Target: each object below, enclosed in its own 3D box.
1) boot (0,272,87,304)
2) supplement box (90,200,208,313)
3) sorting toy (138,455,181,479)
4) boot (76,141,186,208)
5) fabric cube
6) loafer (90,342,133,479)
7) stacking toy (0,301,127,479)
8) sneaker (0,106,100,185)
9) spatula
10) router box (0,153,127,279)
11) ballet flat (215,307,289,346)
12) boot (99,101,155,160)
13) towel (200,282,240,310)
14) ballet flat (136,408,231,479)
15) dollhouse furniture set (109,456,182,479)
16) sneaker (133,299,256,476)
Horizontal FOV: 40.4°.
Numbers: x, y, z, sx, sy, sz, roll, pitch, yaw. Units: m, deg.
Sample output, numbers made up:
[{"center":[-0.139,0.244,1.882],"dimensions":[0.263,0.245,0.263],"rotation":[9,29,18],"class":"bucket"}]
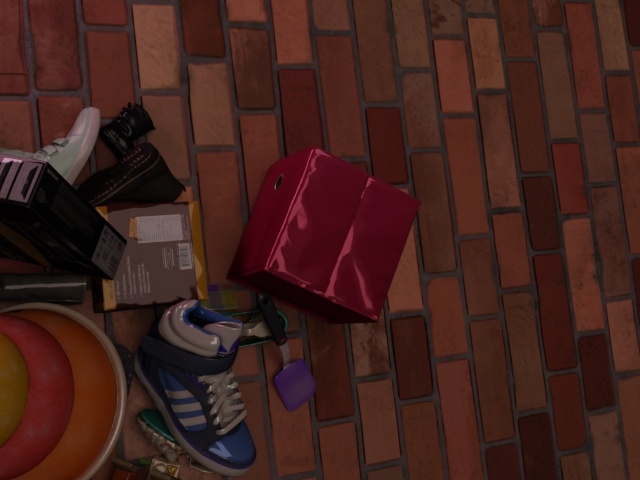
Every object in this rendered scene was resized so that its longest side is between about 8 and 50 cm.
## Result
[{"center":[-0.521,0.079,1.536],"dimensions":[0.209,0.190,0.076],"rotation":[9,78,-16],"class":"boot"},{"center":[-0.332,0.033,1.648],"dimensions":[0.194,0.129,0.191],"rotation":[-5,86,-24],"class":"supplement box"},{"center":[-0.313,0.446,1.667],"dimensions":[0.083,0.012,0.062],"rotation":[20,76,-20],"class":"sorting toy"},{"center":[-0.368,-0.084,1.683],"dimensions":[0.198,0.077,0.137],"rotation":[-30,138,6],"class":"boot"},{"center":[0.000,0.000,1.729],"dimensions":[0.259,0.254,0.258],"rotation":[26,76,-19],"class":"fabric cube"},{"center":[-0.438,0.330,1.590],"dimensions":[0.109,0.095,0.302],"rotation":[28,70,-28],"class":"loafer"},{"center":[-0.522,0.227,1.311],"dimensions":[0.351,0.480,0.350],"rotation":[-1,74,5],"class":"stacking toy"},{"center":[-0.517,-0.164,1.608],"dimensions":[0.151,0.094,0.256],"rotation":[31,75,-23],"class":"sneaker"},{"center":[-0.074,0.217,1.732],"dimensions":[0.084,0.030,0.296],"rotation":[-34,129,-24],"class":"spatula"},{"center":[-0.491,-0.043,1.420],"dimensions":[0.243,0.309,0.081],"rotation":[10,69,15],"class":"router box"},{"center":[-0.174,0.177,1.720],"dimensions":[0.247,0.087,0.083],"rotation":[-10,88,-24],"class":"ballet flat"},{"center":[-0.367,-0.203,1.712],"dimensions":[0.099,0.045,0.121],"rotation":[-43,102,-28],"class":"boot"},{"center":[-0.204,0.115,1.747],"dimensions":[0.083,0.009,0.060],"rotation":[-5,61,-25],"class":"towel"},{"center":[-0.250,0.400,1.668],"dimensions":[0.241,0.091,0.077],"rotation":[24,104,-14],"class":"ballet flat"},{"center":[-0.305,0.557,1.583],"dimensions":[0.259,0.135,0.262],"rotation":[15,76,10],"class":"dollhouse furniture set"},{"center":[-0.191,0.258,1.589],"dimensions":[0.323,0.236,0.130],"rotation":[49,36,7],"class":"sneaker"}]
